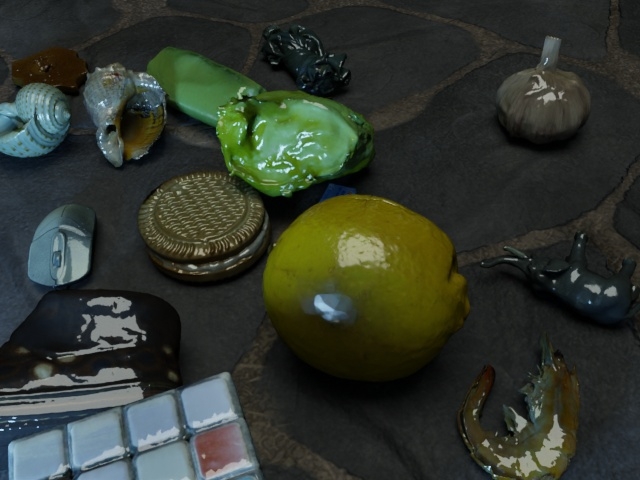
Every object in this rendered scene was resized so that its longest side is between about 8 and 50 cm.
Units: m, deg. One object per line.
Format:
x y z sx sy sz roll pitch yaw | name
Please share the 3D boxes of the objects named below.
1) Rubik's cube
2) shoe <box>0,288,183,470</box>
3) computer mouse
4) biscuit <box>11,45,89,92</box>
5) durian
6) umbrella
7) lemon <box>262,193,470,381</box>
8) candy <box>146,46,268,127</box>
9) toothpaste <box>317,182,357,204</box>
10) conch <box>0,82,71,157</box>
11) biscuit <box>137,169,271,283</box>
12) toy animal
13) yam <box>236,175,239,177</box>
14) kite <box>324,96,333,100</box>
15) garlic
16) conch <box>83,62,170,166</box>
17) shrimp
-0.172 0.344 0.706 0.259 0.256 0.253 -16 48 -13 | Rubik's cube
-0.393 0.186 0.923 0.384 0.171 0.237 -8 53 -8 | shoe
-0.477 0.002 1.181 0.113 0.068 0.229 -7 46 -3 | computer mouse
-0.682 -0.424 1.630 0.182 0.034 0.215 -36 57 -28 | biscuit
-0.029 -0.189 1.252 0.255 0.204 0.339 7 8 17 | durian
-0.059 -0.481 1.631 0.143 0.094 0.349 -18 46 -21 | umbrella
0.064 0.070 0.955 0.297 0.297 0.297 -1 45 1 | lemon
-0.268 -0.348 1.491 0.343 0.132 0.142 32 97 31 | candy
0.000 0.000 1.185 0.066 0.053 0.272 12 47 18 | toothpaste
-0.631 -0.255 1.399 0.200 0.131 0.172 -6 67 34 | conch
-0.219 -0.032 1.200 0.259 0.079 0.259 -1 46 1 | biscuit
0.427 0.054 1.098 0.269 0.082 0.137 24 50 22 | toy animal
-0.128 -0.182 1.382 0.032 0.032 0.145 31 55 28 | yam
-0.031 -0.274 1.484 0.189 0.009 0.232 17 49 16 | kite
0.492 -0.336 1.394 0.218 0.212 0.218 -2 39 2 | garlic
-0.427 -0.278 1.404 0.178 0.163 0.245 -9 74 15 | conch
0.292 0.244 0.940 0.173 0.058 0.253 2 47 15 | shrimp
